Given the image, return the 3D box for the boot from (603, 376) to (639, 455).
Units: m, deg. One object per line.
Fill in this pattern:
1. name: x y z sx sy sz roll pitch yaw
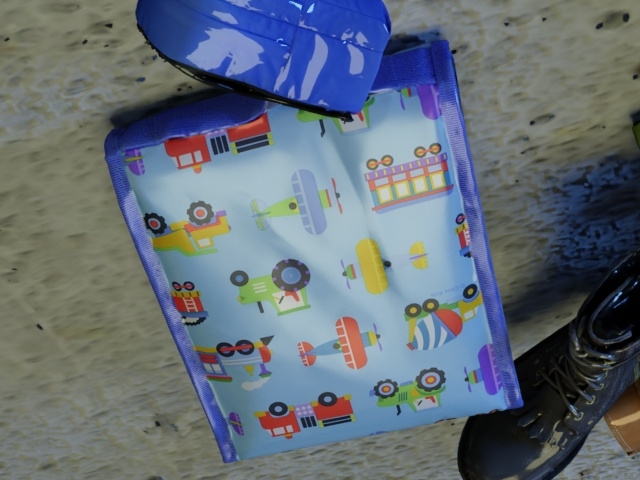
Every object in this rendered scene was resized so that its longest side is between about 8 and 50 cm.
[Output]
1. boot: 0.339 0.097 1.088 0.220 0.109 0.283 -21 156 8

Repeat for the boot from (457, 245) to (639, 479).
1. boot: 0.194 0.085 0.942 0.263 0.091 0.229 -46 165 -2

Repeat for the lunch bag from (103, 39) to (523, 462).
1. lunch bag: 0.000 0.000 0.852 0.221 0.138 0.293 -12 136 6

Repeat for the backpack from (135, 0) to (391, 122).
1. backpack: -0.033 -0.131 0.674 0.120 0.098 0.101 8 112 -25

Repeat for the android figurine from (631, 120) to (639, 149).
1. android figurine: 0.359 -0.094 0.864 0.273 0.056 0.248 -23 143 19
